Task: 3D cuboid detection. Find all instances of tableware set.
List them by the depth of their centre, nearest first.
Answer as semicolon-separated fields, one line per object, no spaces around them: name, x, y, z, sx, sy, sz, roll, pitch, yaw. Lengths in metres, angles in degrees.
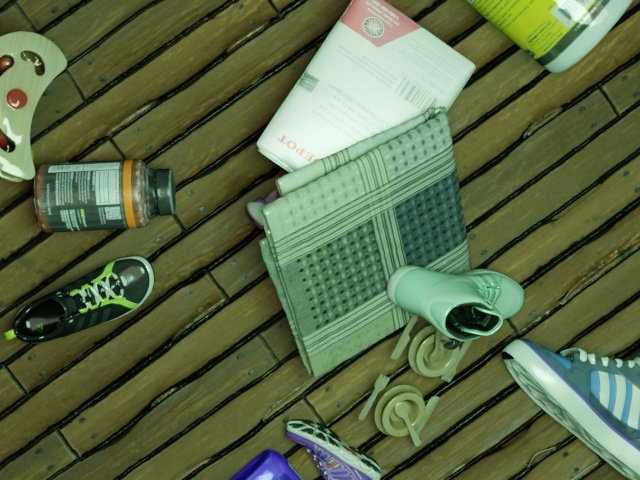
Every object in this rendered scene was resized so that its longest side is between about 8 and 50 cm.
tableware set;0.154;0.220;1.443;0.128;0.039;0.194;25;97;-30

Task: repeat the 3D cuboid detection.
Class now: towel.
towel;0.071;0.004;1.355;0.324;0.056;0.312;-29;126;-21

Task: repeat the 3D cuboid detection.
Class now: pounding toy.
pounding toy;-0.470;-0.220;1.397;0.154;0.155;0.270;-4;91;-31

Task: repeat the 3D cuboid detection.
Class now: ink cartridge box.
ink cartridge box;0.061;-0.197;1.409;0.207;0.117;0.283;34;91;-5

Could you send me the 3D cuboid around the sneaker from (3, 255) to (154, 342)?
sneaker;-0.356;0.099;1.409;0.234;0.097;0.084;-27;94;-2

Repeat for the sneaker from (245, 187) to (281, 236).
sneaker;0.000;0.000;1.432;0.236;0.095;0.104;45;82;-3

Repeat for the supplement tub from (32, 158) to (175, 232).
supplement tub;-0.317;-0.067;1.400;0.197;0.106;0.106;-3;93;-4

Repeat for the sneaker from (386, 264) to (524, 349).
sneaker;0.234;0.107;1.380;0.255;0.151;0.094;7;109;-35

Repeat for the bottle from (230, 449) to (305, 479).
bottle;-0.024;0.458;1.449;0.118;0.092;0.283;-41;95;-3

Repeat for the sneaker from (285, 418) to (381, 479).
sneaker;0.013;0.340;1.461;0.170;0.068;0.071;36;96;-5

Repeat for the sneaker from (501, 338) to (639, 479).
sneaker;0.466;0.200;1.460;0.323;0.130;0.236;42;80;0

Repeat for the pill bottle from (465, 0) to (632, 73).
pill bottle;0.282;-0.416;1.376;0.334;0.188;0.188;39;90;-4
